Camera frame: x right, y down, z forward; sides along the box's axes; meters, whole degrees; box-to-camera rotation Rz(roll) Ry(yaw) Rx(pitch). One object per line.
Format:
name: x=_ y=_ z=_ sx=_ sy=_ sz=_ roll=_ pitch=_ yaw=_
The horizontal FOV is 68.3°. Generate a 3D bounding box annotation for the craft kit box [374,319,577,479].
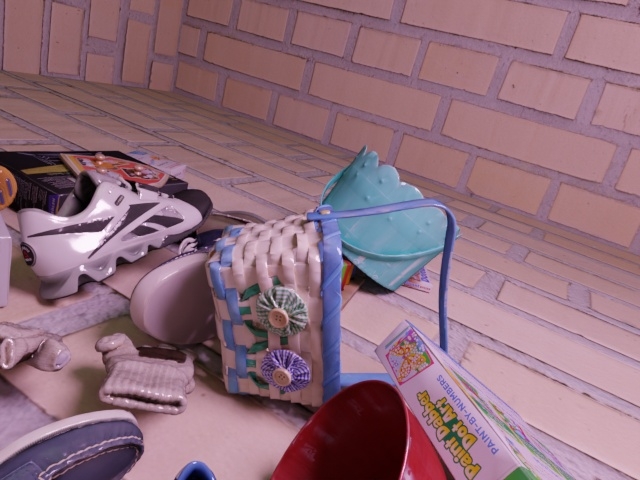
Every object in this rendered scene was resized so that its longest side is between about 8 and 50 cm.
craft kit box: x=0.188 y=0.217 z=0.450 sx=0.250 sy=0.061 sz=0.246 roll=40 pitch=4 yaw=-28

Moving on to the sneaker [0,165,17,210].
sneaker: x=-0.662 y=-0.077 z=0.746 sx=0.297 sy=0.111 sz=0.131 roll=-2 pitch=8 yaw=-44

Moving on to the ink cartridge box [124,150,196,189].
ink cartridge box: x=-0.421 y=-0.176 z=1.226 sx=0.181 sy=0.061 sz=0.104 roll=16 pitch=19 yaw=1

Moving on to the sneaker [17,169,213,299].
sneaker: x=-0.296 y=-0.050 z=0.730 sx=0.123 sy=0.146 sz=0.330 roll=-6 pitch=19 yaw=29

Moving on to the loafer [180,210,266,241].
loafer: x=-0.210 y=-0.011 z=0.908 sx=0.251 sy=0.094 sz=0.087 roll=9 pitch=22 yaw=11

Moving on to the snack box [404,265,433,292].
snack box: x=0.216 y=0.069 z=1.098 sx=0.064 sy=0.022 sz=0.178 roll=17 pitch=19 yaw=-1

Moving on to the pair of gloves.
pair of gloves: x=-0.243 y=0.112 z=0.473 sx=0.240 sy=0.042 sz=0.204 roll=15 pitch=-9 yaw=-9

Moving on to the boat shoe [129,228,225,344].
boat shoe: x=-0.179 y=0.054 z=0.717 sx=0.158 sy=0.127 sz=0.341 roll=18 pitch=10 yaw=27

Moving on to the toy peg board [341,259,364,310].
toy peg board: x=0.000 y=0.046 z=0.911 sx=0.161 sy=0.079 sz=0.161 roll=21 pitch=20 yaw=14

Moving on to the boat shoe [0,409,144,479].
boat shoe: x=-0.221 y=0.196 z=0.300 sx=0.079 sy=0.095 sz=0.255 roll=26 pitch=23 yaw=32

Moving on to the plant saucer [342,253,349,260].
plant saucer: x=0.000 y=0.000 z=1.103 sx=0.200 sy=0.037 sz=0.200 roll=13 pitch=19 yaw=-5

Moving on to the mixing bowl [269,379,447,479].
mixing bowl: x=0.037 y=0.216 z=0.376 sx=0.098 sy=0.181 sz=0.181 roll=41 pitch=15 yaw=-13

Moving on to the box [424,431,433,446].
box: x=0.077 y=0.240 z=0.513 sx=0.081 sy=0.028 sz=0.136 roll=20 pitch=22 yaw=12

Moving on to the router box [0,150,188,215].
router box: x=-0.476 y=-0.114 z=0.983 sx=0.243 sy=0.081 sz=0.309 roll=25 pitch=21 yaw=24

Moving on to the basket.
basket: x=0.018 y=0.082 z=0.585 sx=0.289 sy=0.254 sz=0.201 roll=-6 pitch=21 yaw=-5

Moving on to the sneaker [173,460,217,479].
sneaker: x=-0.088 y=0.233 z=0.353 sx=0.053 sy=0.059 sz=0.144 roll=4 pitch=24 yaw=-34

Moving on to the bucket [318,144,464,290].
bucket: x=0.130 y=-0.043 z=0.974 sx=0.281 sy=0.183 sz=0.281 roll=39 pitch=11 yaw=-9

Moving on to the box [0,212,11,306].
box: x=-0.449 y=0.022 z=0.595 sx=0.087 sy=0.101 sz=0.101 roll=0 pitch=23 yaw=-42

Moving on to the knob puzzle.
knob puzzle: x=-0.402 y=-0.146 z=0.961 sx=0.213 sy=0.030 sz=0.213 roll=15 pitch=19 yaw=-5
